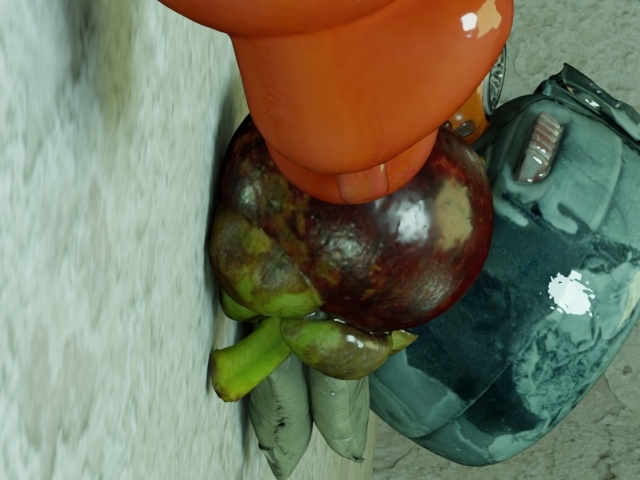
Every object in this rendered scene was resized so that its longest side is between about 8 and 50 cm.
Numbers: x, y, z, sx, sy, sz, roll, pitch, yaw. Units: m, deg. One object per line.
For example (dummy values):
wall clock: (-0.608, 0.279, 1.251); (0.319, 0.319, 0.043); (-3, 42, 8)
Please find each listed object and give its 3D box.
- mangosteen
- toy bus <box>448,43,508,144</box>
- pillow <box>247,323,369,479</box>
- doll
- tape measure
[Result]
mangosteen: (0.011, 0.006, 0.952); (0.146, 0.156, 0.181); (3, -112, 60)
toy bus: (0.046, -0.213, 1.171); (0.153, 0.143, 0.329); (-42, 139, -64)
pillow: (-0.009, 0.059, 1.150); (0.181, 0.078, 0.134); (87, 3, -62)
doll: (-0.010, -0.125, 0.528); (0.161, 0.130, 0.290); (-103, 179, -59)
tape measure: (0.123, 0.020, 1.282); (0.256, 0.147, 0.275); (-52, -170, 24)
